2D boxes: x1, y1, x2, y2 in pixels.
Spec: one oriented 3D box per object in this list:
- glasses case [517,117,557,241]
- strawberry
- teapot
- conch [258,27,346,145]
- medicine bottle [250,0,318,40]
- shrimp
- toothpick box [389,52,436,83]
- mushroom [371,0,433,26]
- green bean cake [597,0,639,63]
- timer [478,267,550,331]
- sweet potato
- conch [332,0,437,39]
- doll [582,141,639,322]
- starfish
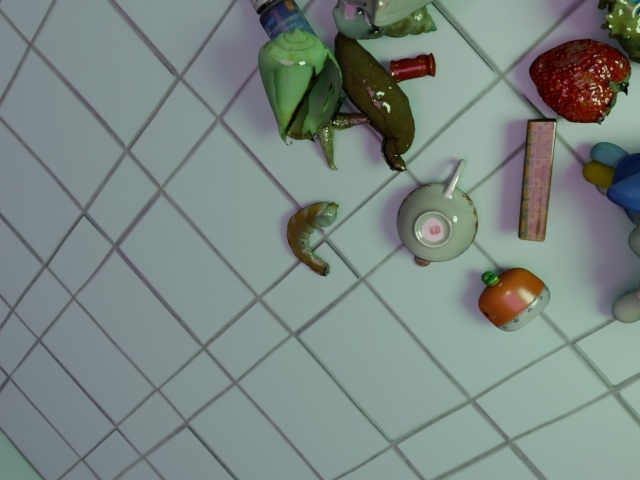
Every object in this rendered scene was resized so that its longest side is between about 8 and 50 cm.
[{"bbox_3d":[0.401,-0.112,0.956,0.049,0.075,0.218,5,109,22],"label":"glasses case"},{"bbox_3d":[0.435,-0.272,0.866,0.148,0.131,0.131,34,116,-1],"label":"strawberry"},{"bbox_3d":[0.238,-0.046,1.035,0.159,0.116,0.245,34,111,20],"label":"teapot"},{"bbox_3d":[-0.029,-0.279,0.972,0.144,0.137,0.250,-15,130,2],"label":"conch"},{"bbox_3d":[-0.078,-0.443,1.032,0.084,0.083,0.203,-32,92,27],"label":"medicine bottle"},{"bbox_3d":[0.000,0.000,1.168,0.161,0.049,0.166,-25,98,29],"label":"shrimp"},{"bbox_3d":[0.179,-0.329,0.988,0.084,0.047,0.047,-4,105,22],"label":"toothpick box"},{"bbox_3d":[0.229,-0.471,0.847,0.329,0.122,0.159,-13,114,2],"label":"mushroom"},{"bbox_3d":[0.553,-0.328,0.713,0.310,0.285,0.201,19,118,18],"label":"green bean cake"},{"bbox_3d":[0.373,0.108,1.026,0.136,0.099,0.136,2,102,9],"label":"timer"},{"bbox_3d":[0.103,-0.276,0.981,0.098,0.124,0.309,-29,93,2],"label":"sweet potato"},{"bbox_3d":[0.112,-0.430,0.954,0.173,0.106,0.116,-11,85,22],"label":"conch"},{"bbox_3d":[0.558,-0.003,0.802,0.376,0.187,0.365,-21,91,62],"label":"doll"},{"bbox_3d":[0.018,-0.255,1.083,0.217,0.050,0.223,-4,111,14],"label":"starfish"}]
